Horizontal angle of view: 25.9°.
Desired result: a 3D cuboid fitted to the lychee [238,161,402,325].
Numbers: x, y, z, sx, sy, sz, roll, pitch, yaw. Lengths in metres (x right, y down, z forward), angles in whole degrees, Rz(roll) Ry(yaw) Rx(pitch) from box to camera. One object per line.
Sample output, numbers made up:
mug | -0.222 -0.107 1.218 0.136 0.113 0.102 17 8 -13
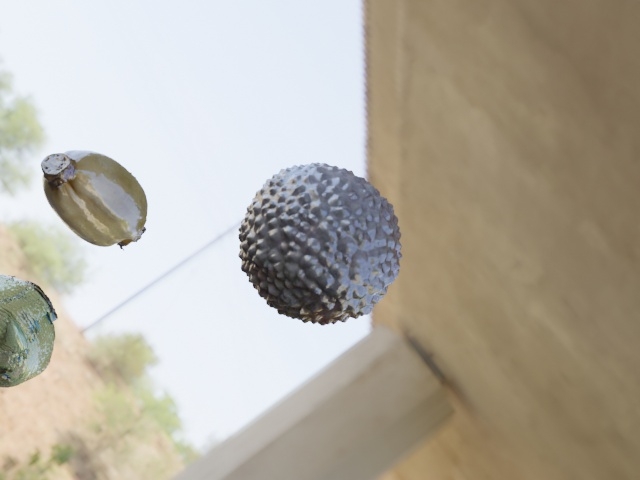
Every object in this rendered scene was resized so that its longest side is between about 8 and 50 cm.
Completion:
lychee | 0.000 0.000 1.383 0.197 0.165 0.165 -83 151 -56

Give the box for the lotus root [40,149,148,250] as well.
lotus root | -0.187 -0.034 1.173 0.150 0.073 0.062 53 17 -58

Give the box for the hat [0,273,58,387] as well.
hat | -0.225 0.066 0.952 0.076 0.059 0.077 15 -65 15
